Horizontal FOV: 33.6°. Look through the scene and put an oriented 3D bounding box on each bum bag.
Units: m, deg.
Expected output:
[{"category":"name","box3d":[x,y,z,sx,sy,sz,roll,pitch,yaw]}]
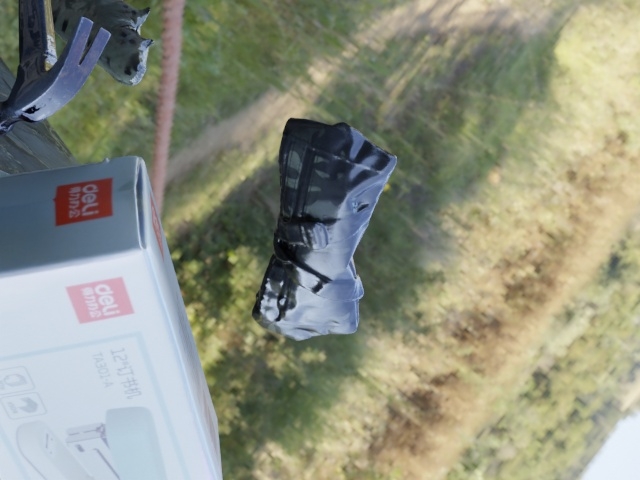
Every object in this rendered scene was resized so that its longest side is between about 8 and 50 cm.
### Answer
[{"category":"bum bag","box3d":[0.000,0.000,1.356,0.095,0.144,0.340,-62,167,-57]}]

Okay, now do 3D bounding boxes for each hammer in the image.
[{"category":"hammer","box3d":[-0.262,-0.245,0.979,0.137,0.290,0.037,-20,154,26]}]

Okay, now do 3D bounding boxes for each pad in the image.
[{"category":"pad","box3d":[-0.358,-0.168,1.046,0.007,0.367,0.247,-46,150,10]}]

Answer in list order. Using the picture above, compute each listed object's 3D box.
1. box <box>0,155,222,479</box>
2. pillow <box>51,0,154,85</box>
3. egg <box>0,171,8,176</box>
[{"category":"box","box3d":[-0.144,0.075,0.630,0.135,0.079,0.269,-10,136,-3]},{"category":"pillow","box3d":[-0.268,-0.266,1.271,0.093,0.241,0.051,-48,145,-8]},{"category":"egg","box3d":[-0.604,0.026,1.864,0.428,0.345,0.345,-38,178,22]}]
